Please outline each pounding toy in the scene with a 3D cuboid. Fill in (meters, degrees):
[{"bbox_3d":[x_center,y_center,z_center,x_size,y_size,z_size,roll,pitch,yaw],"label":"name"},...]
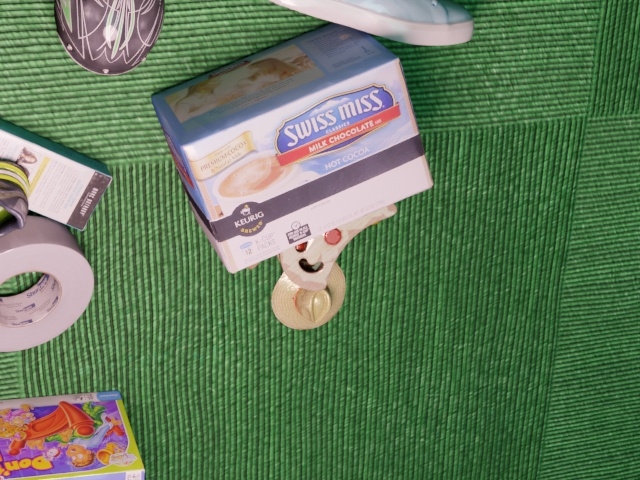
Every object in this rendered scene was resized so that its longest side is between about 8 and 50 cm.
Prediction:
[{"bbox_3d":[0.000,0.000,2.009,0.270,0.155,0.154,-29,110,-1],"label":"pounding toy"}]

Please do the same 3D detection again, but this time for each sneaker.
[{"bbox_3d":[-0.550,-0.014,1.756,0.300,0.121,0.111,-27,124,-7],"label":"sneaker"},{"bbox_3d":[0.087,-0.395,1.868,0.366,0.135,0.150,9,114,-25],"label":"sneaker"}]

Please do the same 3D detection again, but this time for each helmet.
[{"bbox_3d":[-0.296,-0.325,1.745,0.170,0.161,0.169,-8,118,-16],"label":"helmet"}]

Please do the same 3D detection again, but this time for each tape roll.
[{"bbox_3d":[-0.462,0.068,1.896,0.219,0.072,0.219,-20,138,-19],"label":"tape roll"}]

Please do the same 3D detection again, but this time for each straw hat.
[{"bbox_3d":[-0.011,0.104,2.125,0.145,0.061,0.144,-9,118,-17],"label":"straw hat"}]

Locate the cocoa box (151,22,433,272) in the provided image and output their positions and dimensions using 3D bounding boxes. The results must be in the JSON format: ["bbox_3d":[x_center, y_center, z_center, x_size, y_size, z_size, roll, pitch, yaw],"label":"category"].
[{"bbox_3d":[-0.045,-0.153,1.882,0.347,0.231,0.227,-23,121,-8],"label":"cocoa box"}]

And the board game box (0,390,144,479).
[{"bbox_3d":[-0.474,0.346,1.976,0.347,0.233,0.078,-3,116,-19],"label":"board game box"}]

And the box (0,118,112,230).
[{"bbox_3d":[-0.446,-0.110,1.858,0.244,0.060,0.100,24,105,-28],"label":"box"}]
